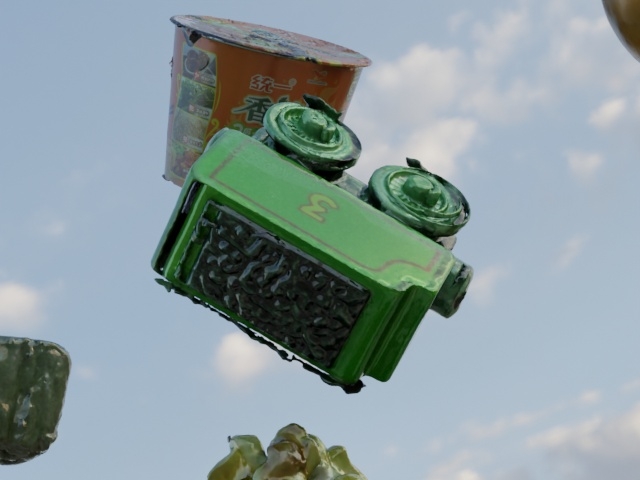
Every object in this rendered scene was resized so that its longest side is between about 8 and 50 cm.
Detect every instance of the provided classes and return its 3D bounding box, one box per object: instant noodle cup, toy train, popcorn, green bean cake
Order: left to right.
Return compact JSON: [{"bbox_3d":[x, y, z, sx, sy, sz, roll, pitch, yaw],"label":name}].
[{"bbox_3d":[-0.374,0.144,1.585,0.227,0.125,0.222,15,-12,-20],"label":"green bean cake"},{"bbox_3d":[-0.073,-0.141,1.828,0.230,0.230,0.182,2,-72,-41],"label":"instant noodle cup"},{"bbox_3d":[-0.013,0.224,1.273,0.162,0.141,0.135,9,-24,0],"label":"popcorn"},{"bbox_3d":[0.000,0.000,1.285,0.132,0.243,0.188,-63,-5,34],"label":"toy train"}]

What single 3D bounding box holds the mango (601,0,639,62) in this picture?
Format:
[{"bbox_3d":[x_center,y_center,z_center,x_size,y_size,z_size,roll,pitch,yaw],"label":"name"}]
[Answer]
[{"bbox_3d":[0.269,-0.234,0.984,0.191,0.290,0.160,2,13,-41],"label":"mango"}]
